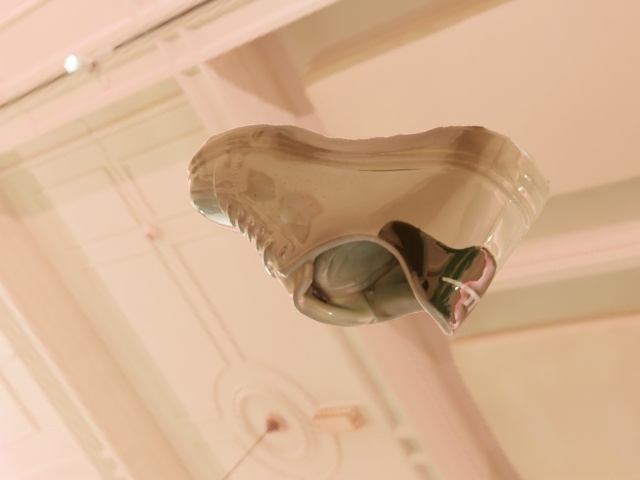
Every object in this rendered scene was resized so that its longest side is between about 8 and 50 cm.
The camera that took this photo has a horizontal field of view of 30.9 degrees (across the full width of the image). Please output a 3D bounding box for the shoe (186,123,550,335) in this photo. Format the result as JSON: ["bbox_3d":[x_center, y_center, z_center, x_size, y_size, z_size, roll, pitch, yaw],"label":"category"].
[{"bbox_3d":[0.000,0.000,0.927,0.363,0.160,0.132,3,-36,44],"label":"shoe"}]
